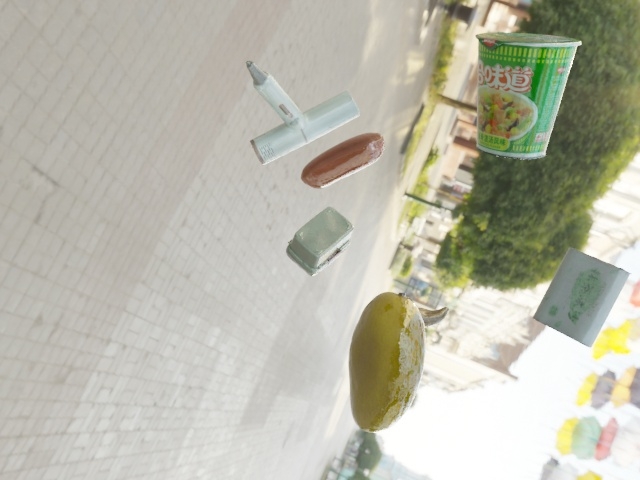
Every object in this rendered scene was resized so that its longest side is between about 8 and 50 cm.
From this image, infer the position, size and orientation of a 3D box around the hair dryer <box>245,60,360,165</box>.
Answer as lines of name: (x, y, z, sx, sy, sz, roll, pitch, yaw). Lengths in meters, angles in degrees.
hair dryer: (-0.036, -0.186, 0.819, 0.155, 0.044, 0.183, -28, 151, -2)

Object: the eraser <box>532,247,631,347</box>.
eraser: (0.710, 0.153, 1.735, 0.081, 0.174, 0.227, 21, 96, -55)

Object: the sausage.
sausage: (0.046, -0.167, 1.321, 0.194, 0.077, 0.077, -25, -179, 15)

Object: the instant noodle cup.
instant noodle cup: (0.402, -0.297, 1.303, 0.207, 0.207, 0.233, -50, 146, -61)

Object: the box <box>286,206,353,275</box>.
box: (0.000, 0.000, 2.066, 0.210, 0.148, 0.129, -40, 164, -32)

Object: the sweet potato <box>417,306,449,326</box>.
sweet potato: (0.266, 0.227, 1.840, 0.069, 0.249, 0.059, 3, -85, 59)

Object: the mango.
mango: (0.147, 0.276, 1.416, 0.195, 0.142, 0.332, 10, -84, 62)
